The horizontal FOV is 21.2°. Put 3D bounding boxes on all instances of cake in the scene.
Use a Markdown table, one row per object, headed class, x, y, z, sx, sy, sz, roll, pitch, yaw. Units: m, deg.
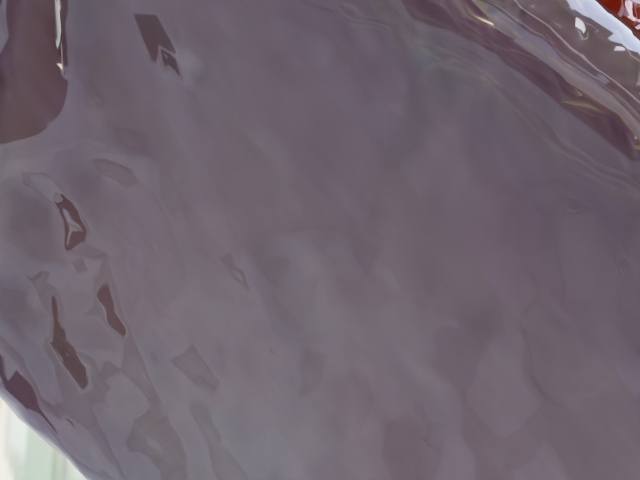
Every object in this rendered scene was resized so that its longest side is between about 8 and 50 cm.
| class | x | y | z | sx | sy | sz | roll | pitch | yaw |
| --- | --- | --- | --- | --- | --- | --- | --- | --- | --- |
| cake | 0.070 | 0.000 | 0.493 | 0.237 | 0.309 | 0.230 | -33 | -21 | -44 |
